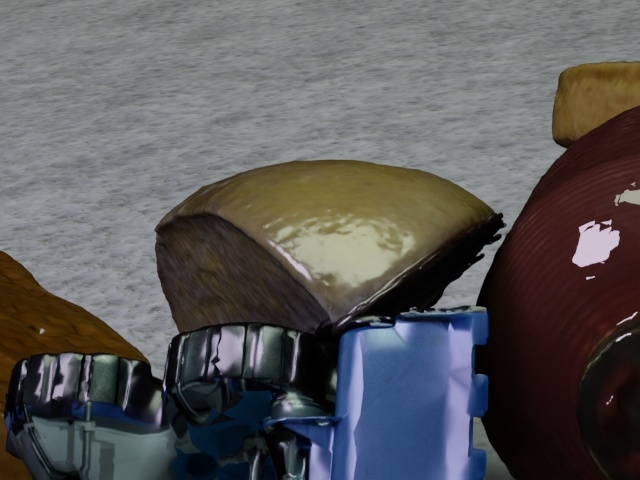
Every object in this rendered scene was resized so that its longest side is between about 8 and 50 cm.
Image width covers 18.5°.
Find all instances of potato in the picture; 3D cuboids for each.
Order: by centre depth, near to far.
[{"bbox_3d":[-0.001,-0.002,0.827,0.120,0.100,0.261,-38,-7,-18],"label":"potato"}]

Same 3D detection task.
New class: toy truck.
[{"bbox_3d":[-0.016,0.100,0.699,0.208,0.113,0.126,-11,-27,33],"label":"toy truck"}]

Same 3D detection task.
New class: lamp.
[{"bbox_3d":[0.157,0.035,0.800,0.180,0.180,0.258,-1,14,17],"label":"lamp"}]

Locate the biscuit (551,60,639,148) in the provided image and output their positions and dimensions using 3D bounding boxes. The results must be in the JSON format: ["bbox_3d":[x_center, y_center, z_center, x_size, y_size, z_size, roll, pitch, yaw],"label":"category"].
[{"bbox_3d":[0.292,-0.040,0.990,0.287,0.057,0.343,14,-1,-42],"label":"biscuit"}]

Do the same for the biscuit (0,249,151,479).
[{"bbox_3d":[-0.228,0.042,0.892,0.381,0.074,0.359,28,14,29],"label":"biscuit"}]
